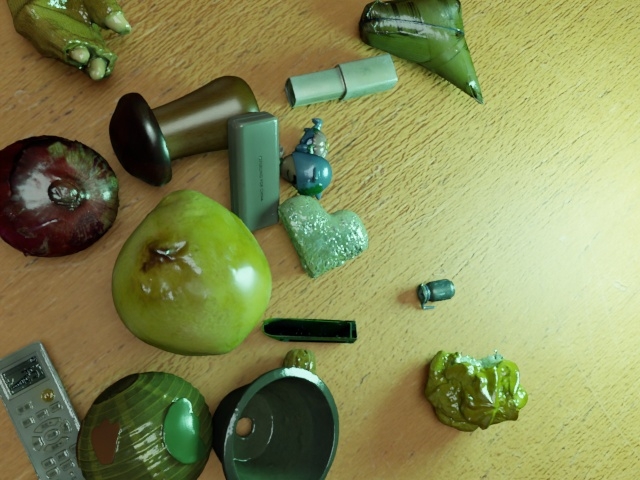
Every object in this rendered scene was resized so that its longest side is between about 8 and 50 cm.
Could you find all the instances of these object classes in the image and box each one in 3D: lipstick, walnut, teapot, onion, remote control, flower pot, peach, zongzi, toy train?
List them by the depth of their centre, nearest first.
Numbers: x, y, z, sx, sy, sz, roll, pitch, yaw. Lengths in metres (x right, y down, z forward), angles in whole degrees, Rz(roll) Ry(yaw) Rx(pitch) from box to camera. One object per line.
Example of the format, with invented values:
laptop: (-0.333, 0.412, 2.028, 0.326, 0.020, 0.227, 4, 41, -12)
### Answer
peach: (-0.245, 0.075, 1.149, 0.281, 0.315, 0.314, -34, 99, -1)
onion: (-0.509, -0.086, 1.158, 0.246, 0.190, 0.247, 4, 83, -32)
remote control: (-0.516, 0.354, 1.164, 0.109, 0.055, 0.313, -27, 86, -7)
flower pot: (-0.111, 0.378, 1.187, 0.268, 0.166, 0.269, 7, 80, -40)
walnut: (-0.046, 0.279, 1.286, 0.079, 0.082, 0.096, 18, 74, -40)
toy train: (-0.026, 0.199, 1.320, 0.209, 0.042, 0.044, 4, 58, -13)
lipstick: (0.047, -0.366, 1.405, 0.252, 0.079, 0.078, -17, 88, -15)
teapot: (0.267, 0.122, 1.412, 0.083, 0.064, 0.049, -8, 52, -13)
zongzi: (0.239, -0.438, 1.448, 0.260, 0.123, 0.289, -14, 90, -12)

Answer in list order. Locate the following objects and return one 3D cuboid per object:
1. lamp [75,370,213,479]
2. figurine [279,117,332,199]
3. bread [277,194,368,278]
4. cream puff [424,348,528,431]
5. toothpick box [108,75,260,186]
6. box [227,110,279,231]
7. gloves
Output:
lamp: (-0.308, 0.385, 1.120, 0.250, 0.250, 0.284, -32, 105, -17)
figurine: (-0.043, -0.183, 1.347, 0.144, 0.114, 0.178, 8, 68, -6)
bread: (0.000, 0.000, 1.325, 0.232, 0.064, 0.173, 21, 90, -24)
cream puff: (0.346, 0.337, 1.332, 0.220, 0.194, 0.195, 2, 81, -12)
toothpick box: (-0.279, -0.231, 1.246, 0.294, 0.192, 0.192, -23, 88, -22)
box: (-0.137, -0.140, 1.259, 0.103, 0.055, 0.244, -19, 126, -32)
gloves: (-0.521, -0.466, 1.227, 0.203, 0.155, 0.356, -25, 73, -24)
